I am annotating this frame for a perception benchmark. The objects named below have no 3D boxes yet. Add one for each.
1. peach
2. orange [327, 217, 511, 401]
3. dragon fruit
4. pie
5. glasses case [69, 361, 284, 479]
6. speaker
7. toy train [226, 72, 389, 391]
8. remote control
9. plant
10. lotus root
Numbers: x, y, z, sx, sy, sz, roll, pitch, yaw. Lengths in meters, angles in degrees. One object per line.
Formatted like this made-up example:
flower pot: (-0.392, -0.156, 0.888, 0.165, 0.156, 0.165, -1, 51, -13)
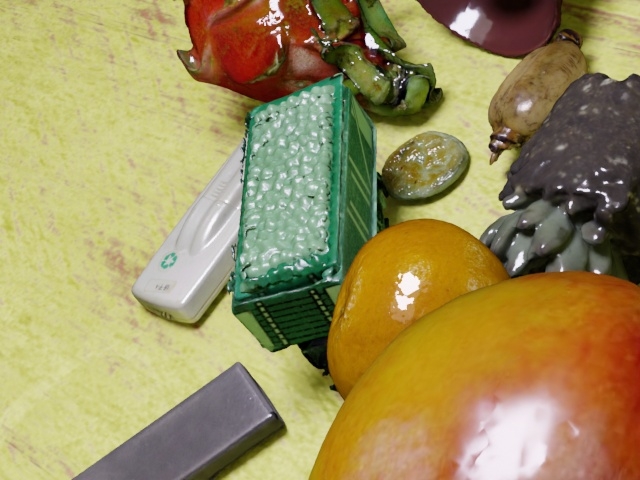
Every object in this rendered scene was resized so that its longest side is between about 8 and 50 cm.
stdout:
peach: (0.126, 0.186, 0.924, 0.308, 0.308, 0.332, 11, 57, 41)
orange: (0.078, 0.064, 1.116, 0.136, 0.159, 0.159, 15, 51, -7)
dragon fruit: (-0.017, -0.211, 1.460, 0.269, 0.200, 0.198, 20, 68, 43)
pie: (0.094, -0.065, 1.385, 0.084, 0.021, 0.084, -17, 43, 17)
glasses case: (-0.123, 0.184, 1.291, 0.190, 0.042, 0.072, -35, 48, 2)
speaker: (0.242, -0.356, 1.406, 0.329, 0.198, 0.259, -46, 0, -18)
toy train: (0.000, 0.000, 1.289, 0.115, 0.154, 0.269, -20, 44, 24)
remote control: (-0.090, -0.026, 1.457, 0.090, 0.049, 0.230, 15, 64, 45)
plant: (0.211, -0.024, 1.179, 0.129, 0.132, 0.194, 11, 66, 45)
lotus root: (0.189, -0.123, 1.338, 0.152, 0.063, 0.072, -52, 28, -19)
